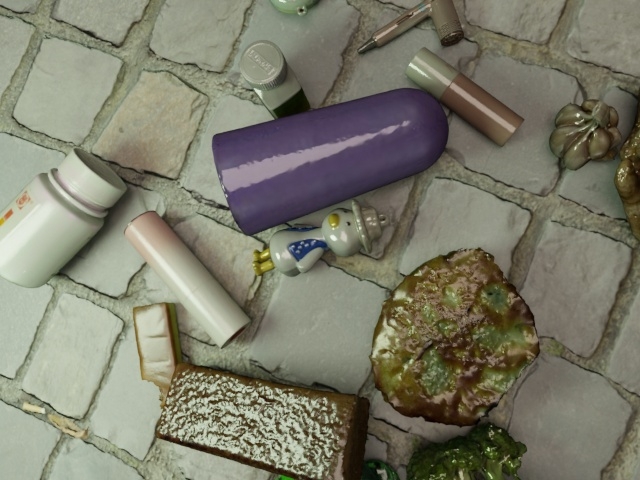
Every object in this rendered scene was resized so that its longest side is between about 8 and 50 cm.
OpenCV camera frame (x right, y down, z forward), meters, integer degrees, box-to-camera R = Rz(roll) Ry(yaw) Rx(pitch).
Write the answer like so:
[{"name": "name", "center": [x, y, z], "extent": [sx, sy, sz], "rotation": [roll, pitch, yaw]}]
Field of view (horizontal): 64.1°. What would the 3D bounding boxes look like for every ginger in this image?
[{"name": "ginger", "center": [0.617, -0.166, 0.971], "extent": [0.166, 0.080, 0.333], "rotation": [14, 92, -31]}]

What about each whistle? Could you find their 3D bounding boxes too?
[{"name": "whistle", "center": [-0.073, -0.605, 1.138], "extent": [0.126, 0.067, 0.258], "rotation": [-17, 79, -1]}]

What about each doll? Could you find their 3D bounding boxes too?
[{"name": "doll", "center": [0.000, 0.000, 1.048], "extent": [0.293, 0.119, 0.138], "rotation": [-18, 40, 8]}]

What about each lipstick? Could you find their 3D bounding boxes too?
[{"name": "lipstick", "center": [0.294, -0.297, 1.055], "extent": [0.254, 0.070, 0.070], "rotation": [40, 91, 9]}, {"name": "lipstick", "center": [-0.284, 0.081, 1.093], "extent": [0.087, 0.087, 0.327], "rotation": [-43, 81, 2]}]

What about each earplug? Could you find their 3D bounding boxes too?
[{"name": "earplug", "center": [0.030, -0.173, 1.018], "extent": [0.456, 0.215, 0.215], "rotation": [-17, 83, 3]}]

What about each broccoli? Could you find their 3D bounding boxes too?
[{"name": "broccoli", "center": [0.305, 0.477, 0.942], "extent": [0.302, 0.186, 0.254], "rotation": [-4, 45, 8]}]

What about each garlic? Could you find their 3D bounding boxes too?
[{"name": "garlic", "center": [0.503, -0.204, 0.965], "extent": [0.127, 0.194, 0.131], "rotation": [-3, 87, 21]}]

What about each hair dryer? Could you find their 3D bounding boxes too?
[{"name": "hair dryer", "center": [0.172, -0.488, 1.106], "extent": [0.220, 0.053, 0.195], "rotation": [-18, 82, 13]}]

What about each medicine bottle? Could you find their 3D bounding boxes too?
[{"name": "medicine bottle", "center": [-0.572, -0.051, 1.103], "extent": [0.293, 0.170, 0.170], "rotation": [-46, 81, 3]}, {"name": "medicine bottle", "center": [-0.099, -0.327, 1.052], "extent": [0.088, 0.188, 0.132], "rotation": [-34, 82, 4]}]

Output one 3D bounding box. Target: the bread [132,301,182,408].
[{"name": "bread", "center": [-0.346, 0.249, 1.107], "extent": [0.088, 0.049, 0.226], "rotation": [-9, 85, 7]}]

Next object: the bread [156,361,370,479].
[{"name": "bread", "center": [-0.112, 0.341, 0.965], "extent": [0.417, 0.113, 0.165], "rotation": [3, 70, 28]}]

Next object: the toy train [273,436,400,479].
[{"name": "toy train", "center": [0.032, 0.479, 0.999], "extent": [0.188, 0.132, 0.243], "rotation": [-39, 80, 9]}]

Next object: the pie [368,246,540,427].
[{"name": "pie", "center": [0.253, 0.190, 1.003], "extent": [0.288, 0.103, 0.354], "rotation": [37, 95, 9]}]
